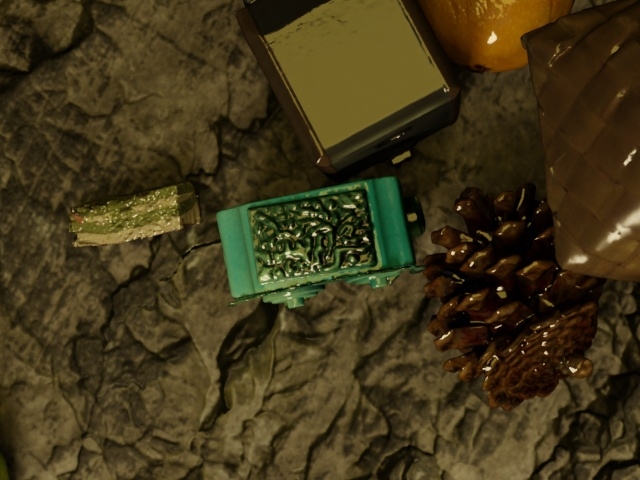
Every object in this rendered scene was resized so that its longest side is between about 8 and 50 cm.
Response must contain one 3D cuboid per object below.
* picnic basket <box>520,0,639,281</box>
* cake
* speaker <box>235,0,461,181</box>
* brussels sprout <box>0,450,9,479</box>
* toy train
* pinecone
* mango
[{"bbox_3d":[0.381,-0.098,1.329,0.337,0.337,0.293,-10,85,4],"label":"picnic basket"},{"bbox_3d":[-0.194,-0.024,1.535,0.140,0.055,0.051,-12,94,6],"label":"cake"},{"bbox_3d":[0.032,-0.163,1.429,0.153,0.231,0.192,-28,86,3],"label":"speaker"},{"bbox_3d":[-0.378,0.246,1.510,0.155,0.117,0.155,-1,116,-2],"label":"brussels sprout"},{"bbox_3d":[0.000,0.000,1.461,0.203,0.163,0.112,-14,85,6],"label":"toy train"},{"bbox_3d":[0.184,0.044,1.442,0.168,0.212,0.185,14,134,-25],"label":"pinecone"},{"bbox_3d":[0.167,-0.310,1.481,0.177,0.120,0.295,-3,86,12],"label":"mango"}]
